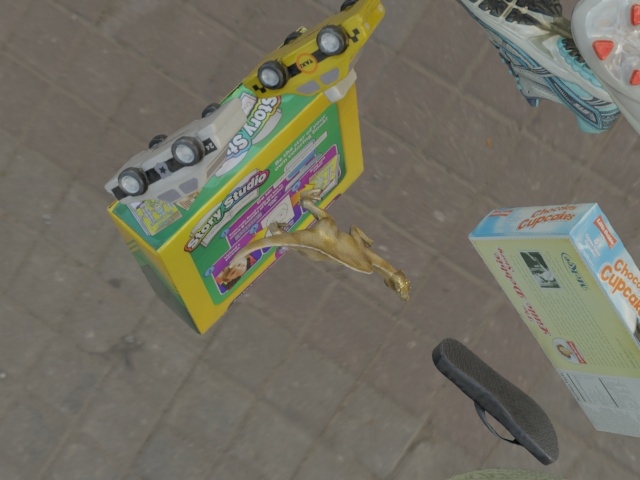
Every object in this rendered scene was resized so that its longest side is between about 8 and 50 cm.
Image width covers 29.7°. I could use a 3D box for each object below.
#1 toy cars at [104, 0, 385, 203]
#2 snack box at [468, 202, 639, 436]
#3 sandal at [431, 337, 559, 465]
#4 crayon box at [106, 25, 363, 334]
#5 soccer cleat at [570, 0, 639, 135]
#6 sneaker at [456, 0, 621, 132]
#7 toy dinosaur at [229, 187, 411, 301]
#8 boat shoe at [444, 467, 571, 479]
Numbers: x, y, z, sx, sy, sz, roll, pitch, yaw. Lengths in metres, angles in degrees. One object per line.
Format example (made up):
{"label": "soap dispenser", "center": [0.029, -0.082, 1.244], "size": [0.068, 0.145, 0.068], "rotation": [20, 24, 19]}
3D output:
{"label": "toy cars", "center": [-0.075, -0.151, 1.435], "size": [0.393, 0.176, 0.087], "rotation": [-38, 106, -5]}
{"label": "snack box", "center": [0.325, 0.100, 1.416], "size": [0.060, 0.187, 0.322], "rotation": [-43, 109, -23]}
{"label": "sandal", "center": [0.273, 0.255, 1.894], "size": [0.254, 0.097, 0.054], "rotation": [43, 121, 5]}
{"label": "crayon box", "center": [-0.101, -0.074, 1.684], "size": [0.106, 0.313, 0.363], "rotation": [39, 75, 20]}
{"label": "soccer cleat", "center": [0.220, -0.073, 0.722], "size": [0.068, 0.076, 0.196], "rotation": [-38, 104, 12]}
{"label": "sneaker", "center": [0.257, -0.230, 1.476], "size": [0.110, 0.122, 0.283], "rotation": [-26, 55, -31]}
{"label": "toy dinosaur", "center": [0.000, 0.000, 0.947], "size": [0.092, 0.183, 0.053], "rotation": [47, 116, 49]}
{"label": "boat shoe", "center": [0.161, 0.379, 1.291], "size": [0.187, 0.500, 0.156], "rotation": [14, 111, 31]}
